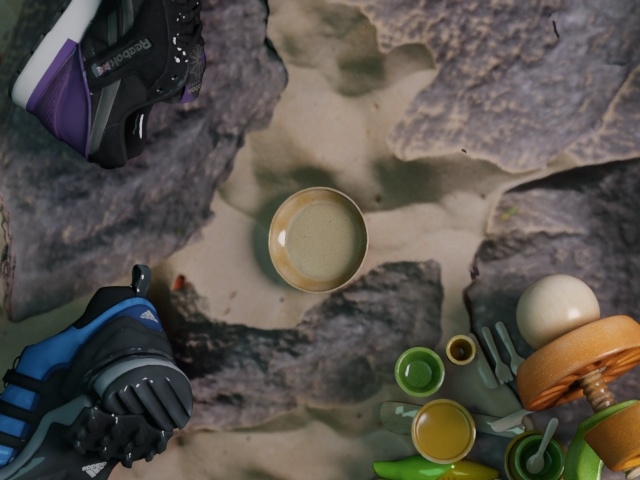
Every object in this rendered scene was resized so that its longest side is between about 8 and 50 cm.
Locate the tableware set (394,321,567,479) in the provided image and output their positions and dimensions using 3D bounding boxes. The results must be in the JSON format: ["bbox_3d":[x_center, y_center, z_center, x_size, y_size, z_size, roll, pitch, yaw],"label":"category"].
[{"bbox_3d":[0.121,0.140,1.216,0.104,0.024,0.154,-21,80,-8],"label":"tableware set"}]

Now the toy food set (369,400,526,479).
[{"bbox_3d":[0.087,0.221,1.239,0.132,0.038,0.192,4,89,20],"label":"toy food set"}]

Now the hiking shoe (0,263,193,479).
[{"bbox_3d":[-0.223,0.156,1.341,0.304,0.113,0.132,-36,46,22],"label":"hiking shoe"}]

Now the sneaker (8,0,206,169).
[{"bbox_3d":[-0.122,-0.177,1.296,0.124,0.107,0.283,42,122,6],"label":"sneaker"}]

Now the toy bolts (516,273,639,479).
[{"bbox_3d":[0.242,0.055,1.117,0.229,0.218,0.158,-23,73,-1],"label":"toy bolts"}]

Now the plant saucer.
[{"bbox_3d":[0.000,0.000,1.295,0.083,0.015,0.083,-1,87,20],"label":"plant saucer"}]
